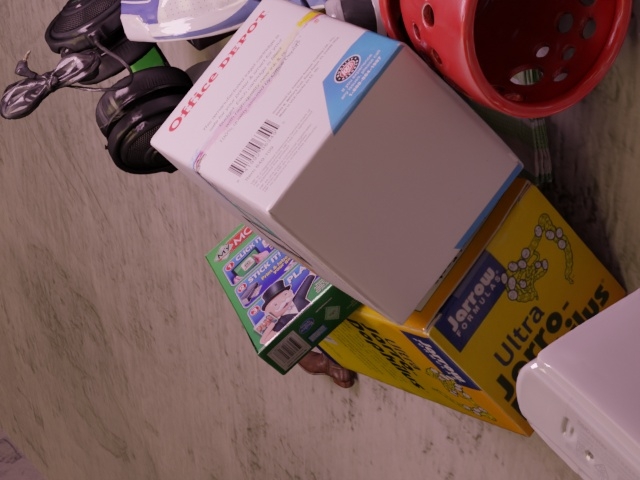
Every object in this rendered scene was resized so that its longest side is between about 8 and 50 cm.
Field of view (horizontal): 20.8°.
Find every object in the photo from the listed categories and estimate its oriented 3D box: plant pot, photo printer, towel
[{"bbox_3d":[0.158,-0.224,1.581,0.174,0.191,0.191,33,144,50],"label":"plant pot"},{"bbox_3d":[0.359,0.127,1.456,0.256,0.308,0.107,45,150,32],"label":"photo printer"},{"bbox_3d":[0.188,-0.136,1.804,0.113,0.023,0.152,26,139,47],"label":"towel"}]

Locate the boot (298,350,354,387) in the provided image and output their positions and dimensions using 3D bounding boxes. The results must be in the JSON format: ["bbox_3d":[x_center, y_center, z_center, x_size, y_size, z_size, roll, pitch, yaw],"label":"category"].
[{"bbox_3d":[0.002,0.141,2.406,0.106,0.037,0.114,22,141,32],"label":"boot"}]

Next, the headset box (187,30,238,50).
[{"bbox_3d":[-0.171,-0.407,2.047,0.218,0.110,0.293,42,150,32],"label":"headset box"}]

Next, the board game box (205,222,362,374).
[{"bbox_3d":[0.033,-0.029,1.814,0.046,0.317,0.213,44,-173,-32],"label":"board game box"}]

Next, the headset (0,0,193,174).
[{"bbox_3d":[-0.251,-0.183,2.055,0.243,0.185,0.394,60,-175,1],"label":"headset"}]

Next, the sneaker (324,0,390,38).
[{"bbox_3d":[0.086,-0.215,1.843,0.217,0.121,0.079,32,-136,-76],"label":"sneaker"}]

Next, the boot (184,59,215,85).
[{"bbox_3d":[-0.087,-0.141,2.224,0.258,0.095,0.123,36,153,53],"label":"boot"}]

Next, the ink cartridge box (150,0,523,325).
[{"bbox_3d":[0.010,-0.084,1.672,0.197,0.198,0.270,41,175,-33],"label":"ink cartridge box"}]

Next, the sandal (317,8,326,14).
[{"bbox_3d":[0.013,-0.225,1.934,0.088,0.079,0.240,26,-177,15],"label":"sandal"}]

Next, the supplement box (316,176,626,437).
[{"bbox_3d":[0.111,0.043,1.873,0.195,0.194,0.356,45,164,-32],"label":"supplement box"}]

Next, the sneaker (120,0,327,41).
[{"bbox_3d":[-0.075,-0.328,1.901,0.316,0.127,0.182,-10,97,29],"label":"sneaker"}]
